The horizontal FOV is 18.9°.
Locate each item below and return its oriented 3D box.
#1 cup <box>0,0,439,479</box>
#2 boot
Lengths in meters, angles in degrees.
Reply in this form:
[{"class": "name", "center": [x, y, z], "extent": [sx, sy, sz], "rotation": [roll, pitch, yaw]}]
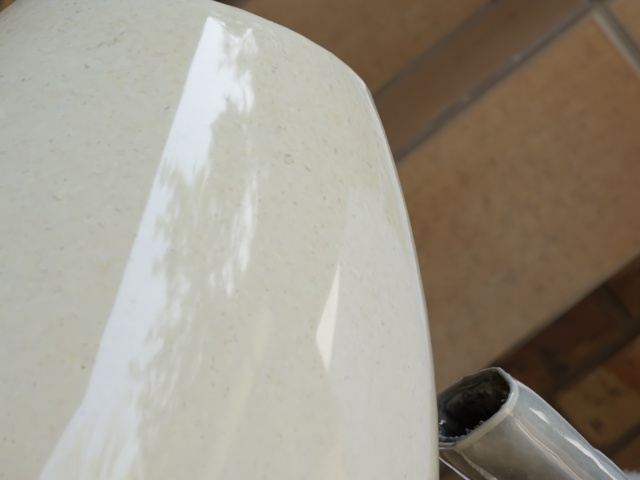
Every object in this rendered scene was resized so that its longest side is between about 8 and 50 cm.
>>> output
[{"class": "cup", "center": [-0.086, 0.025, 0.849], "extent": [0.331, 0.331, 0.237], "rotation": [-15, 57, 66]}, {"class": "boot", "center": [0.172, 0.151, 1.066], "extent": [0.076, 0.208, 0.189], "rotation": [-49, 17, -32]}]
